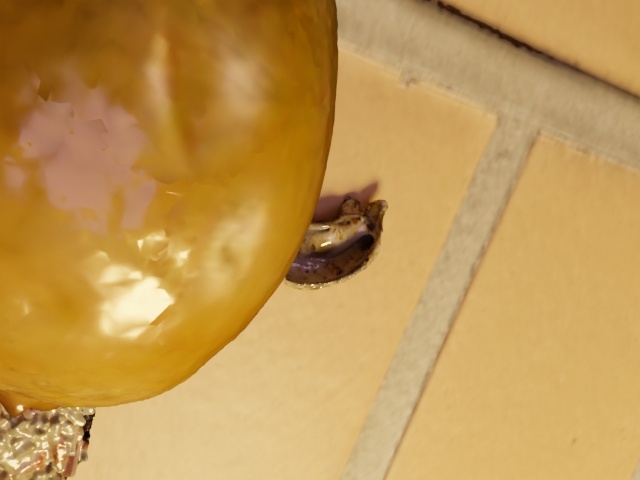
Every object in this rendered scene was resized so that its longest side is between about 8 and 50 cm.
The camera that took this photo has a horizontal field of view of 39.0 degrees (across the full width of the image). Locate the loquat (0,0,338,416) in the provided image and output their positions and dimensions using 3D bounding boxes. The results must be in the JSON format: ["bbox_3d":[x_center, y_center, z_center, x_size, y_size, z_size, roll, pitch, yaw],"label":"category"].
[{"bbox_3d":[-0.115,-0.063,0.437,0.276,0.276,0.284,31,75,-27],"label":"loquat"}]

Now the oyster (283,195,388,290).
[{"bbox_3d":[0.000,0.000,0.634,0.083,0.038,0.081,18,76,3],"label":"oyster"}]

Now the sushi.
[{"bbox_3d":[-0.202,0.129,0.570,0.090,0.078,0.150,30,96,-27],"label":"sushi"}]
